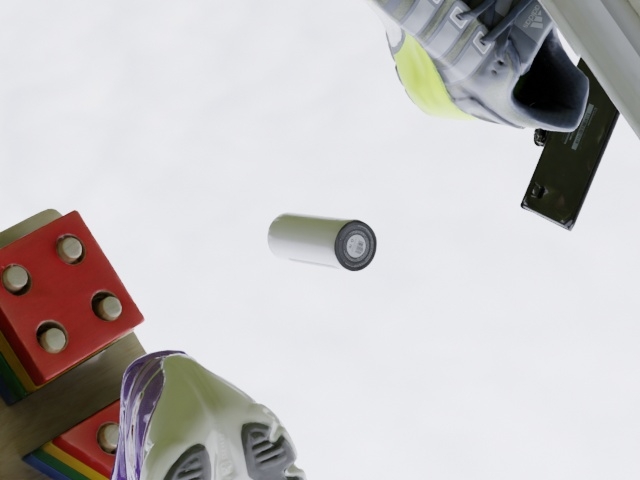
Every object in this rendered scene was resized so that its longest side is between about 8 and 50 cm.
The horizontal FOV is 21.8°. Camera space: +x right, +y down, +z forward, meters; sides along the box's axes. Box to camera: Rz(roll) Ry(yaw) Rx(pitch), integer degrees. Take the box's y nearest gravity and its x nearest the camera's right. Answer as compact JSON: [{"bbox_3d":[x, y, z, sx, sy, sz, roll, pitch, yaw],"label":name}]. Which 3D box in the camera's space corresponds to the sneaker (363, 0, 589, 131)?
[{"bbox_3d":[0.088,-0.166,1.048,0.121,0.300,0.111,21,-103,37],"label":"sneaker"}]

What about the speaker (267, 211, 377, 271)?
[{"bbox_3d":[0.000,0.000,1.758,0.055,0.055,0.136,-36,-157,-26],"label":"speaker"}]

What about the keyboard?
[{"bbox_3d":[0.234,-0.104,1.501,0.023,0.180,0.108,18,-172,-32],"label":"keyboard"}]

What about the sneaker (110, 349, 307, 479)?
[{"bbox_3d":[-0.037,0.110,0.554,0.068,0.170,0.071,-12,-150,-23],"label":"sneaker"}]

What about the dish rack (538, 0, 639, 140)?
[{"bbox_3d":[0.306,-0.115,0.950,0.285,0.333,0.072,-30,172,-26],"label":"dish rack"}]

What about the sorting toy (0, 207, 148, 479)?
[{"bbox_3d":[-0.192,0.126,1.067,0.257,0.255,0.089,-31,179,-40],"label":"sorting toy"}]
